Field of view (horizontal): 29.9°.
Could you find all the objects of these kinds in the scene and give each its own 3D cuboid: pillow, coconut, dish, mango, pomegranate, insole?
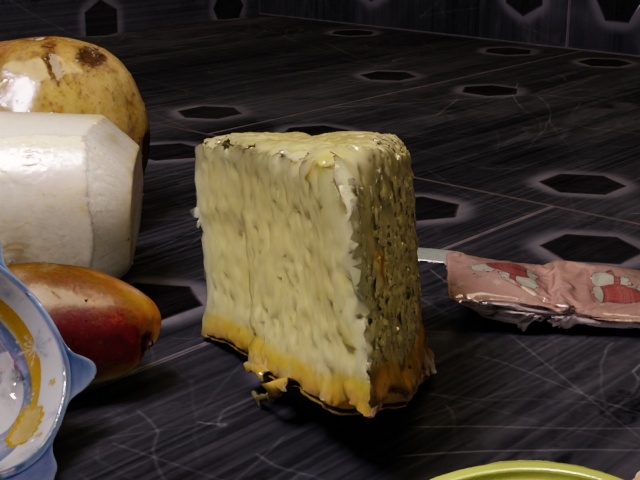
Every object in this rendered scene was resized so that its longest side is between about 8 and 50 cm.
[{"bbox_3d":[0.256,0.059,1.281,0.248,0.049,0.135,5,19,1],"label":"pillow"},{"bbox_3d":[-0.312,-0.040,1.327,0.241,0.241,0.241,0,18,0],"label":"coconut"},{"bbox_3d":[-0.301,0.110,0.961,0.228,0.236,0.086,-3,-26,-44],"label":"dish"},{"bbox_3d":[-0.279,0.082,1.084,0.267,0.111,0.133,-3,56,-15],"label":"mango"},{"bbox_3d":[-0.360,-0.136,1.556,0.281,0.281,0.281,0,18,0],"label":"pomegranate"},{"bbox_3d":[0.091,0.012,1.497,0.188,0.004,0.064,7,20,21],"label":"insole"}]

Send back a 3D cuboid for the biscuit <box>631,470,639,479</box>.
[{"bbox_3d":[0.326,0.213,0.820,0.249,0.030,0.160,10,20,28],"label":"biscuit"}]

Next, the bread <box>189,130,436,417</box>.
[{"bbox_3d":[-0.037,0.025,1.063,0.279,0.249,0.315,1,4,19],"label":"bread"}]

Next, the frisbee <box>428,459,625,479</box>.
[{"bbox_3d":[0.128,0.214,0.782,0.236,0.017,0.236,-8,22,3],"label":"frisbee"}]
